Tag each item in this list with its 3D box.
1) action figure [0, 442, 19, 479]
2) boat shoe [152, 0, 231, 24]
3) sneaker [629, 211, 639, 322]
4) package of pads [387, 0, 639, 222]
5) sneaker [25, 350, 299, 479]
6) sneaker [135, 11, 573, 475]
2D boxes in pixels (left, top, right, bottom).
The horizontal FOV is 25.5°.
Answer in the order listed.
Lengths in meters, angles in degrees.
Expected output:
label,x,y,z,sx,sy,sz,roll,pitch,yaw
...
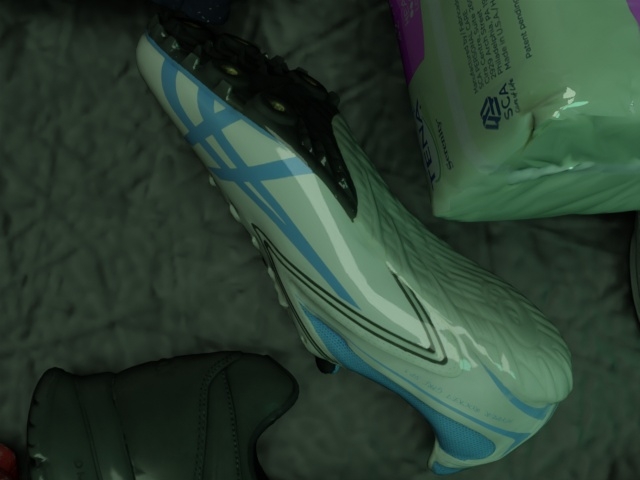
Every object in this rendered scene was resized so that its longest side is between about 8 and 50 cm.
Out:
label,x,y,z,sx,sy,sz,roll,pitch,yaw
action figure,-0.142,0.180,0.555,0.091,0.139,0.280,-18,85,-3
boat shoe,-0.056,-0.248,0.547,0.158,0.127,0.341,18,116,-5
sneaker,0.154,-0.055,0.585,0.080,0.094,0.212,-15,87,0
package of pads,0.157,-0.132,0.517,0.296,0.101,0.229,-2,69,-25
sneaker,-0.030,0.180,0.572,0.130,0.109,0.286,-14,90,-8
sneaker,0.000,0.000,0.591,0.237,0.085,0.086,47,114,8
